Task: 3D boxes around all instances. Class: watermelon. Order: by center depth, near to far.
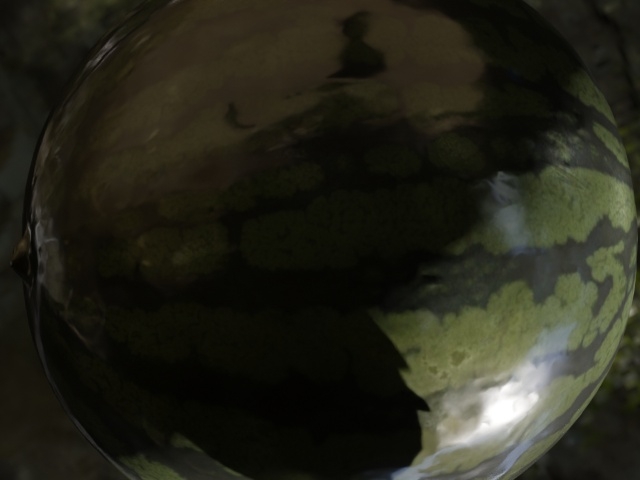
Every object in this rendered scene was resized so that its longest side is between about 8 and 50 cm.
[{"bbox_3d":[0.000,0.000,0.647,0.212,0.212,0.212,-24,-153,13],"label":"watermelon"}]
